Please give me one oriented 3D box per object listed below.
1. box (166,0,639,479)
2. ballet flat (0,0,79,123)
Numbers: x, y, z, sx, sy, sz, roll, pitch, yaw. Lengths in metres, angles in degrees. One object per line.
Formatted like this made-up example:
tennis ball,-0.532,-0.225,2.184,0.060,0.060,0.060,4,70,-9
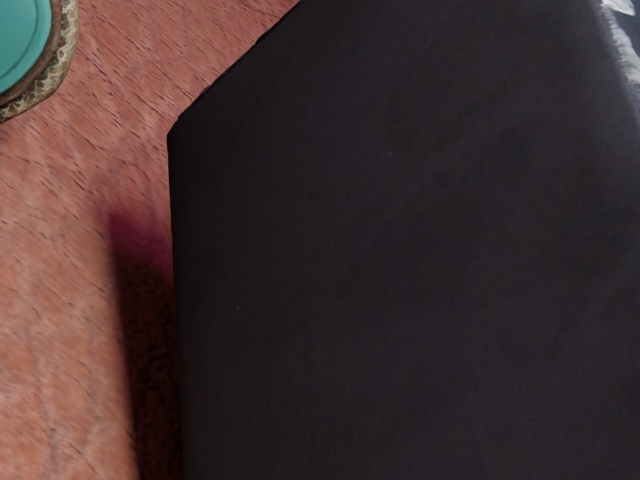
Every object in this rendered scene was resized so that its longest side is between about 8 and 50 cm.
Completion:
box,0.195,0.122,0.710,0.472,0.297,0.479,27,37,-33
ballet flat,-0.332,-0.243,0.752,0.483,0.164,0.182,42,0,-20
